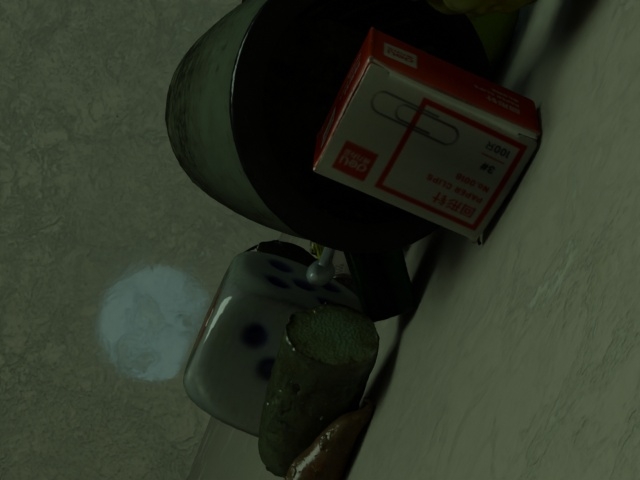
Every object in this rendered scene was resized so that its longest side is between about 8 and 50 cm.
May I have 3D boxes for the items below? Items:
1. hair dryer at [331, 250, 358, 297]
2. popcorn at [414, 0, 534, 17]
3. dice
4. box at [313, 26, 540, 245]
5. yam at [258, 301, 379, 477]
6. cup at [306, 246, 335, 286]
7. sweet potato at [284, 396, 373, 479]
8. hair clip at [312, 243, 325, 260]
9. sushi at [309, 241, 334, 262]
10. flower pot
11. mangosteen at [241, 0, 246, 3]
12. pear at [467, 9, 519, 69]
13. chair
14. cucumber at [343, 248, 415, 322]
[{"bbox_3d":[0.026,0.078,2.191,0.195,0.054,0.220,-73,1,-53],"label":"hair dryer"},{"bbox_3d":[0.165,-0.331,1.440,0.249,0.225,0.249,-32,18,12],"label":"popcorn"},{"bbox_3d":[-0.060,0.136,1.969,0.194,0.192,0.193,-92,27,-75],"label":"dice"},{"bbox_3d":[0.099,-0.095,1.418,0.133,0.182,0.099,-60,11,27],"label":"box"},{"bbox_3d":[-0.007,0.171,1.685,0.107,0.107,0.194,-74,0,-53],"label":"yam"},{"bbox_3d":[0.054,-0.080,1.927,0.299,0.167,0.173,-65,-5,10],"label":"cup"},{"bbox_3d":[-0.004,0.255,1.646,0.206,0.060,0.068,-57,-2,13],"label":"sweet potato"},{"bbox_3d":[0.000,0.000,2.268,0.072,0.046,0.173,-106,4,-81],"label":"hair clip"},{"bbox_3d":[0.022,-0.034,2.616,0.290,0.050,0.264,121,171,-59],"label":"sushi"},{"bbox_3d":[-0.016,-0.135,1.642,0.330,0.293,0.293,1,67,65],"label":"flower pot"},{"bbox_3d":[0.017,-0.325,2.461,0.297,0.313,0.297,-56,7,11],"label":"mangosteen"},{"bbox_3d":[0.129,-0.248,1.763,0.219,0.187,0.187,-54,9,18],"label":"pear"},{"bbox_3d":[-0.073,0.119,2.328,0.149,0.174,0.213,126,156,-50],"label":"chair"},{"bbox_3d":[0.062,0.027,1.679,0.116,0.062,0.115,-112,4,-83],"label":"cucumber"}]
